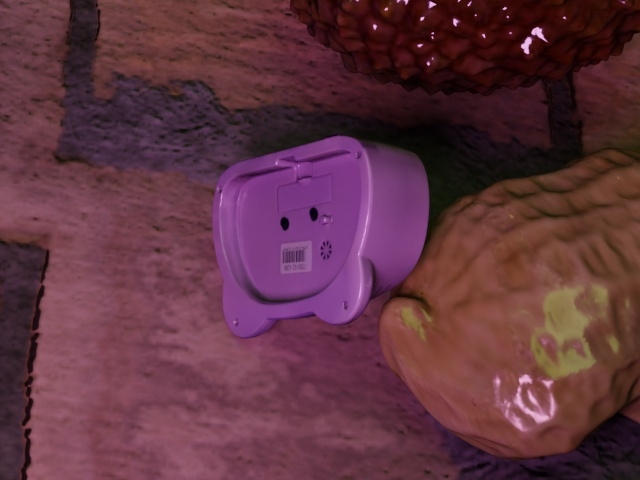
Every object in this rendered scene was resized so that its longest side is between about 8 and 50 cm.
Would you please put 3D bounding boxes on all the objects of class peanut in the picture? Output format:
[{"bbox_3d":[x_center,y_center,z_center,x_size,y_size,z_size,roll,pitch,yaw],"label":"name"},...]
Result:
[{"bbox_3d":[0.150,0.038,1.167,0.233,0.110,0.196,-12,51,-21],"label":"peanut"}]

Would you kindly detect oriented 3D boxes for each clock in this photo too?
[{"bbox_3d":[0.000,0.000,1.166,0.050,0.153,0.110,5,80,-37],"label":"clock"}]

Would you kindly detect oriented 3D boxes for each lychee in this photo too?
[{"bbox_3d":[0.097,-0.208,1.295,0.268,0.267,0.267,4,48,-5],"label":"lychee"}]
